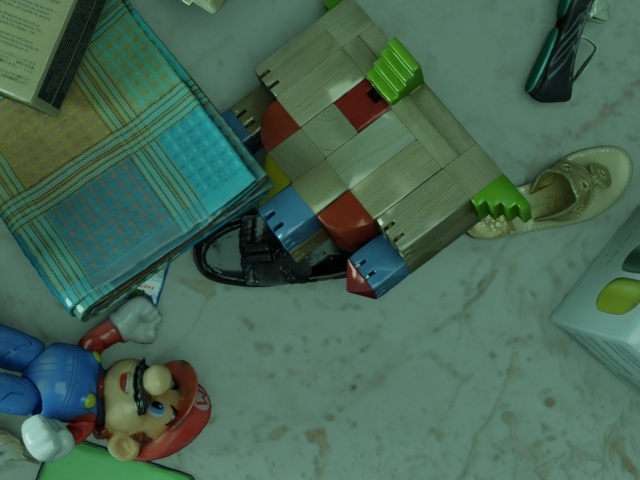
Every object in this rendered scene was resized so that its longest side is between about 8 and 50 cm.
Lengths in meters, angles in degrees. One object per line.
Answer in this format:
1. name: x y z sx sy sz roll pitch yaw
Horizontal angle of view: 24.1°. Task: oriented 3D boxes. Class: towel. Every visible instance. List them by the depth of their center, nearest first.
1. towel: -0.266 -0.121 1.709 0.271 0.040 0.370 -36 72 -5

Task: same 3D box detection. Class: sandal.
1. sandal: 0.294 -0.053 1.867 0.240 0.079 0.088 -18 96 -8

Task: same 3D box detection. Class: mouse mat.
1. mouse mat: -0.261 0.332 1.830 0.190 0.007 0.152 20 90 -11

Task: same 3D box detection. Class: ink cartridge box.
1. ink cartridge box: -0.373 -0.271 1.695 0.235 0.088 0.193 22 86 15

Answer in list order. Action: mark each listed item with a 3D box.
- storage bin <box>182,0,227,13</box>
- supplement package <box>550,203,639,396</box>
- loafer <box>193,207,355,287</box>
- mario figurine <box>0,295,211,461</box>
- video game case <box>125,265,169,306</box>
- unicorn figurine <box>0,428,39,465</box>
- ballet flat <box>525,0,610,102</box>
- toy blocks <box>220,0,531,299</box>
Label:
1. storage bin: -0.146 -0.431 1.673 0.260 0.123 0.262 37 80 16
2. supplement package: 0.447 0.091 1.808 0.198 0.263 0.199 39 86 -10
3. loafer: 0.000 0.000 1.811 0.302 0.095 0.109 -5 96 -9
4. mario figurine: -0.261 0.152 1.712 0.320 0.170 0.198 19 89 -28
5. video game case: -0.231 -0.015 1.812 0.119 0.015 0.166 17 90 -11
6. unicorn figurine: -0.420 0.226 1.770 0.111 0.060 0.162 -26 100 -3
7. ballet flat: 0.318 -0.265 1.866 0.074 0.074 0.203 17 96 -10
8. toy blocks: 0.024 -0.087 1.737 0.261 0.191 0.381 -38 71 -3
